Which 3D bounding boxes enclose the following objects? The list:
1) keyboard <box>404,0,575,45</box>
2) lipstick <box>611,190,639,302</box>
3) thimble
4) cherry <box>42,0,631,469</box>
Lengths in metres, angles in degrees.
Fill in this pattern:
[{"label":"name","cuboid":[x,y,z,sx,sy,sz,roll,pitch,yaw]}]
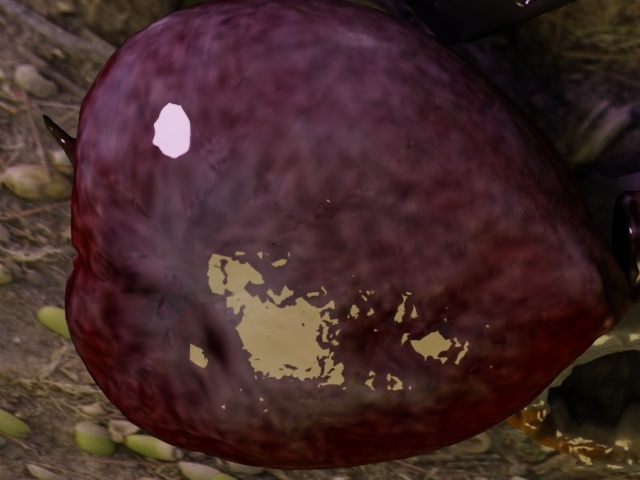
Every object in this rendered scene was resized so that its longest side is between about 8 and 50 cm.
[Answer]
[{"label":"keyboard","cuboid":[0.025,-0.173,0.642,0.093,0.025,0.230,-18,131,41]},{"label":"lipstick","cuboid":[0.315,0.001,0.678,0.356,0.057,0.057,0,142,7]},{"label":"thimble","cuboid":[0.167,0.043,0.791,0.127,0.118,0.151,36,137,-29]},{"label":"cherry","cuboid":[0.000,0.000,0.716,0.300,0.203,0.230,12,104,16]}]
